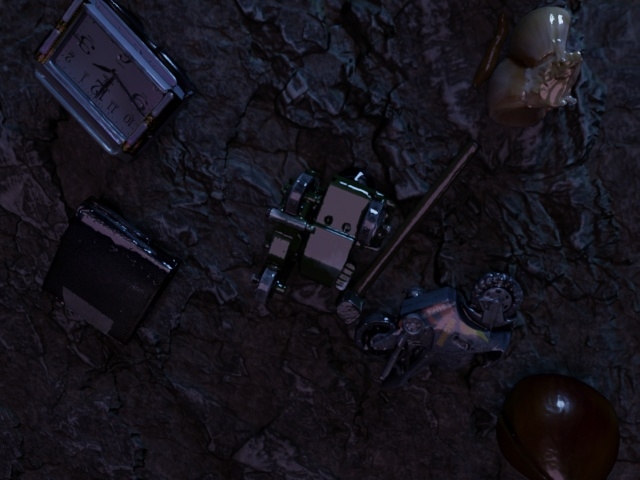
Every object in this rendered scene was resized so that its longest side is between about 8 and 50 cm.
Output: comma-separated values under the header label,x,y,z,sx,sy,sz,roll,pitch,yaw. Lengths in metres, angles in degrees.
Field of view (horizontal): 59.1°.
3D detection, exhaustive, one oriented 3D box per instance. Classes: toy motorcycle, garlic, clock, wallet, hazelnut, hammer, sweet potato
label,x,y,z,sx,sy,sz,roll,pitch,yaw
toy motorcycle,0.214,0.166,0.985,0.308,0.108,0.173,-23,108,22
garlic,0.315,-0.247,0.823,0.124,0.099,0.174,23,110,26
clock,-0.355,-0.278,0.976,0.186,0.083,0.253,-40,96,23
toy motorcycle,0.000,0.000,0.973,0.205,0.127,0.274,22,106,4
wallet,-0.422,0.068,1.133,0.221,0.071,0.262,35,117,-6
hazelnut,0.395,0.331,0.944,0.208,0.208,0.207,4,110,12
hammer,0.142,-0.016,0.949,0.044,0.111,0.365,35,107,-2
sweet potato,0.261,-0.284,0.854,0.026,0.026,0.115,23,110,5
